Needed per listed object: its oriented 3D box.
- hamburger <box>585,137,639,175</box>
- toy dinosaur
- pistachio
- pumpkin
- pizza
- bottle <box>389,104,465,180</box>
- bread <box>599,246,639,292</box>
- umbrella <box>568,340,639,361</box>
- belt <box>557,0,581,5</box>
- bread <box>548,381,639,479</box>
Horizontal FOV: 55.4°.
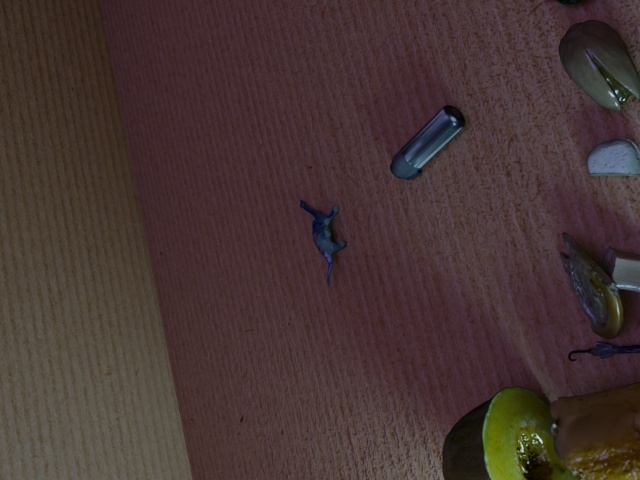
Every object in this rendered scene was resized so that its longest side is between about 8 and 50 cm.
[{"bbox_3d":[0.668,-0.189,1.381,0.121,0.054,0.084,8,94,42],"label":"hamburger"},{"bbox_3d":[0.012,-0.023,2.025,0.144,0.076,0.329,-41,62,46],"label":"toy dinosaur"},{"bbox_3d":[0.622,-0.390,1.354,0.136,0.135,0.226,-40,75,39],"label":"pistachio"},{"bbox_3d":[0.439,0.538,1.460,0.199,0.332,0.333,-37,67,42],"label":"pumpkin"},{"bbox_3d":[0.613,0.098,1.397,0.181,0.034,0.262,77,172,-65],"label":"pizza"},{"bbox_3d":[0.302,-0.268,1.723,0.096,0.079,0.253,40,126,-9],"label":"bottle"},{"bbox_3d":[0.716,0.073,1.366,0.152,0.105,0.077,12,103,11],"label":"bread"},{"bbox_3d":[0.692,0.242,1.389,0.269,0.044,0.044,-20,41,44],"label":"umbrella"},{"bbox_3d":[0.598,-0.616,1.410,0.151,0.079,0.121,-46,51,24],"label":"belt"},{"bbox_3d":[0.692,0.474,1.229,0.394,0.250,0.361,-29,84,42],"label":"bread"}]
